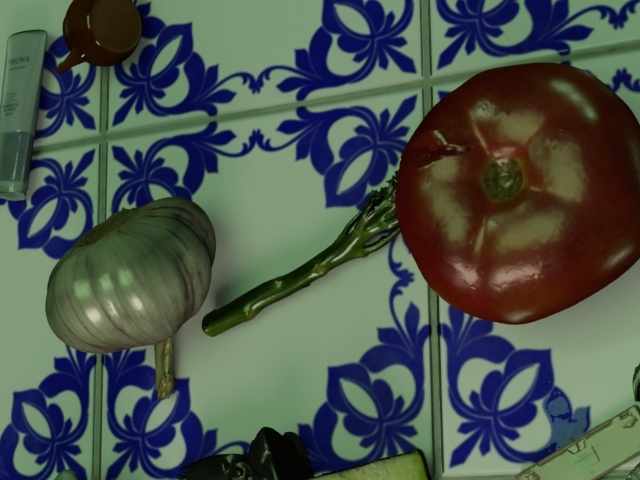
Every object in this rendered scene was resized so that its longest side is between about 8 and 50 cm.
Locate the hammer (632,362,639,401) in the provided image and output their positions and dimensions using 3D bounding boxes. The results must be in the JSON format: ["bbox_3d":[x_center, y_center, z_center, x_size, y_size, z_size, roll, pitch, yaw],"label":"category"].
[{"bbox_3d":[0.416,0.199,1.600,0.182,0.017,0.062,45,101,27],"label":"hammer"}]

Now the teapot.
[{"bbox_3d":[-0.314,-0.301,2.050,0.116,0.116,0.173,15,60,29],"label":"teapot"}]

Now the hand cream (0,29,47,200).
[{"bbox_3d":[-0.438,-0.186,2.114,0.079,0.048,0.255,-4,77,29],"label":"hand cream"}]

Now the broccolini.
[{"bbox_3d":[0.003,0.003,1.841,0.392,0.074,0.079,-29,108,21],"label":"broccolini"}]

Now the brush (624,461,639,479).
[{"bbox_3d":[0.444,0.184,1.551,0.327,0.070,0.065,-45,56,5],"label":"brush"}]

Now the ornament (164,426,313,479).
[{"bbox_3d":[-0.111,0.379,1.800,0.260,0.106,0.251,-33,64,24],"label":"ornament"}]

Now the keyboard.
[{"bbox_3d":[0.301,0.248,1.650,0.166,0.017,0.055,-34,70,17],"label":"keyboard"}]

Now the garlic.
[{"bbox_3d":[-0.232,0.090,1.883,0.245,0.245,0.253,-14,108,25],"label":"garlic"}]

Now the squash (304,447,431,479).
[{"bbox_3d":[0.042,0.349,1.712,0.085,0.192,0.184,-4,95,65],"label":"squash"}]

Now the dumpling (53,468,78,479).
[{"bbox_3d":[-0.335,0.464,1.831,0.270,0.212,0.321,25,81,32],"label":"dumpling"}]

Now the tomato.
[{"bbox_3d":[0.238,-0.046,1.627,0.298,0.226,0.299,-5,74,19],"label":"tomato"}]
